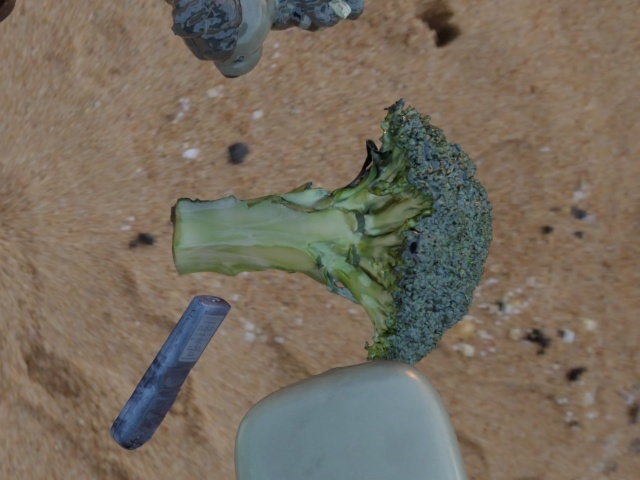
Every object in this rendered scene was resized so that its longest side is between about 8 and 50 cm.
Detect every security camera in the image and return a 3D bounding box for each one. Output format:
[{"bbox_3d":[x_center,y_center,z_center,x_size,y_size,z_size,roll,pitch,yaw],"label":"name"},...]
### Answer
[{"bbox_3d":[0.038,0.222,0.806,0.157,0.080,0.301,-16,63,2],"label":"security camera"}]

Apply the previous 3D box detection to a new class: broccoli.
[{"bbox_3d":[0.008,0.019,1.399,0.252,0.361,0.221,61,33,-14],"label":"broccoli"}]

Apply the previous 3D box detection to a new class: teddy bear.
[{"bbox_3d":[-0.097,-0.281,1.566,0.251,0.171,0.144,-24,129,-26],"label":"teddy bear"}]

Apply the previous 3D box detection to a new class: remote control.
[{"bbox_3d":[-0.127,0.112,1.090,0.043,0.027,0.152,14,112,-54],"label":"remote control"}]

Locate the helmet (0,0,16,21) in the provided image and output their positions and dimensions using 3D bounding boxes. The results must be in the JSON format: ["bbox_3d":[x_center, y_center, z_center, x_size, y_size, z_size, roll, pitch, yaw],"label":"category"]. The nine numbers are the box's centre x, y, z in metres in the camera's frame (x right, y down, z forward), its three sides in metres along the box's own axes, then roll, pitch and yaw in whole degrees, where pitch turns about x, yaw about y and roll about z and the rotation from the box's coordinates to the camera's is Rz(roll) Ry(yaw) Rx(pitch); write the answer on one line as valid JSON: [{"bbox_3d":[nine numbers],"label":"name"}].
[{"bbox_3d":[-0.406,-0.231,1.322,0.106,0.175,0.155,50,46,-4],"label":"helmet"}]
